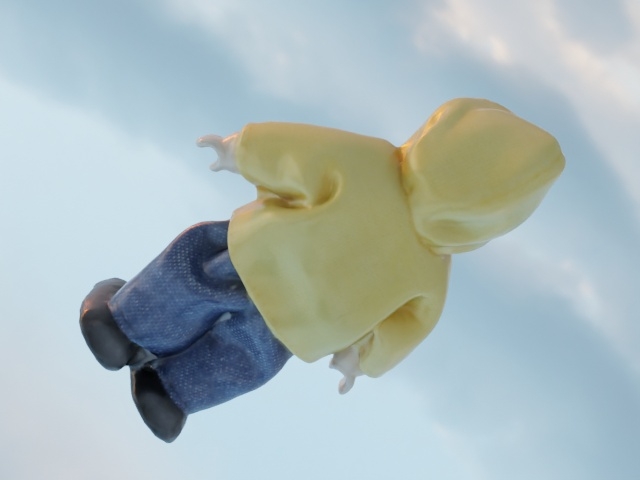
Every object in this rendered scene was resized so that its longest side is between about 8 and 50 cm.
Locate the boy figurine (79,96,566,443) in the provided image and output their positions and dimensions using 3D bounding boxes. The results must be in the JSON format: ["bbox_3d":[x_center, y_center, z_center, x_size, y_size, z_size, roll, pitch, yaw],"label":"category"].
[{"bbox_3d":[0.000,0.000,0.777,0.177,0.285,0.092,54,-167,-18],"label":"boy figurine"}]
